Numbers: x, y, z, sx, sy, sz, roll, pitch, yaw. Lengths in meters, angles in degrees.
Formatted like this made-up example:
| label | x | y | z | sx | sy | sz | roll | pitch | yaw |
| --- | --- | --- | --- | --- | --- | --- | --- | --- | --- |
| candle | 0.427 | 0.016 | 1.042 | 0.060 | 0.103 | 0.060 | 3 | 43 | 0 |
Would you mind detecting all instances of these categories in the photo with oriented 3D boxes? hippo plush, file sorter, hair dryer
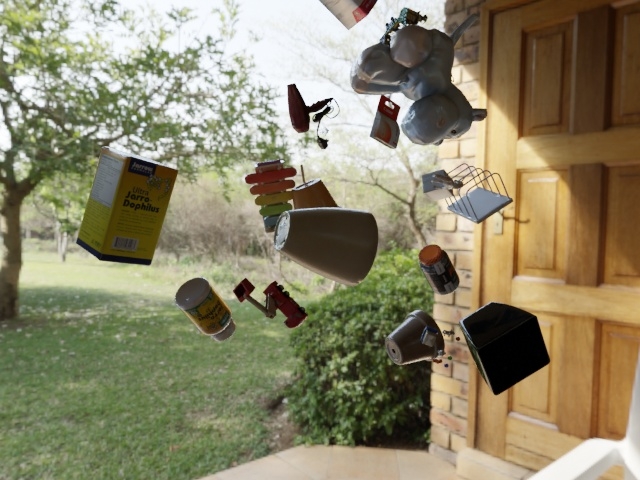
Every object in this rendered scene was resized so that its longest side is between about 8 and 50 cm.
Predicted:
| label | x | y | z | sx | sy | sz | roll | pitch | yaw |
| --- | --- | --- | --- | --- | --- | --- | --- | --- | --- |
| hippo plush | 0.212 | -0.314 | 1.086 | 0.294 | 0.237 | 0.234 | -28 | 9 | -42 |
| file sorter | 0.695 | -0.225 | 2.296 | 0.192 | 0.173 | 0.278 | -33 | 23 | -3 |
| hair dryer | -0.046 | -0.521 | 2.011 | 0.080 | 0.224 | 0.293 | 1 | -22 | 38 |

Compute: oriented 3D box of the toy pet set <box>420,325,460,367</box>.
| label | x | y | z | sx | sy | sz | roll | pitch | yaw |
| --- | --- | --- | --- | --- | --- | --- | --- | --- | --- |
| toy pet set | 0.400 | 0.346 | 1.701 | 0.114 | 0.122 | 0.065 | 21 | 19 | 8 |

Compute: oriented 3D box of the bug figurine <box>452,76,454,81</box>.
| label | x | y | z | sx | sy | sz | roll | pitch | yaw |
| --- | --- | --- | --- | --- | --- | --- | --- | --- | --- |
| bug figurine | 0.518 | -0.830 | 2.378 | 0.072 | 0.279 | 0.216 | -14 | -3 | -37 |

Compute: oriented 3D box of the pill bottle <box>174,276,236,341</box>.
| label | x | y | z | sx | sy | sz | roll | pitch | yaw |
| --- | --- | --- | --- | --- | --- | --- | --- | --- | --- |
| pill bottle | -0.350 | 0.221 | 1.561 | 0.117 | 0.118 | 0.208 | 3 | -42 | 31 |

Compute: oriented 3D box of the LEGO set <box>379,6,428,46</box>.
| label | x | y | z | sx | sy | sz | roll | pitch | yaw |
| --- | --- | --- | --- | --- | --- | --- | --- | --- | --- |
| LEGO set | 0.374 | -0.748 | 2.030 | 0.192 | 0.331 | 0.255 | 11 | -34 | -27 |

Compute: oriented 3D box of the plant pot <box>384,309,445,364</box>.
| label | x | y | z | sx | sy | sz | roll | pitch | yaw |
| --- | --- | --- | --- | --- | --- | --- | --- | --- | --- |
| plant pot | 0.457 | 0.512 | 2.538 | 0.229 | 0.263 | 0.263 | -19 | 11 | -25 |

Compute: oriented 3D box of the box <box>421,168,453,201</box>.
| label | x | y | z | sx | sy | sz | roll | pitch | yaw |
| --- | --- | --- | --- | --- | --- | --- | --- | --- | --- |
| box | 0.486 | -0.227 | 2.081 | 0.102 | 0.087 | 0.101 | -15 | -26 | 29 |

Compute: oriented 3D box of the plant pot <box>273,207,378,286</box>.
| label | x | y | z | sx | sy | sz | roll | pitch | yaw |
| --- | --- | --- | --- | --- | --- | --- | --- | --- | --- |
| plant pot | 0.000 | 0.000 | 1.596 | 0.274 | 0.257 | 0.256 | 12 | -3 | -25 |

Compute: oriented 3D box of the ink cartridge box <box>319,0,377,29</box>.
| label | x | y | z | sx | sy | sz | roll | pitch | yaw |
| --- | --- | --- | --- | --- | --- | --- | --- | --- | --- |
| ink cartridge box | 0.061 | -0.654 | 1.339 | 0.150 | 0.063 | 0.109 | 38 | -15 | -21 |

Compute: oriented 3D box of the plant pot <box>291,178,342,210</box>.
| label | x | y | z | sx | sy | sz | roll | pitch | yaw |
| --- | --- | --- | --- | --- | --- | --- | --- | --- | --- |
| plant pot | -0.024 | -0.135 | 1.984 | 0.205 | 0.188 | 0.205 | -21 | 15 | 6 |

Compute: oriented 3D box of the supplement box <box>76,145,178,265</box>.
| label | x | y | z | sx | sy | sz | roll | pitch | yaw |
| --- | --- | --- | --- | --- | --- | --- | --- | --- | --- |
| supplement box | -0.667 | -0.116 | 1.733 | 0.194 | 0.357 | 0.195 | 23 | 7 | 39 |

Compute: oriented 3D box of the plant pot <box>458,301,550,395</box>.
| label | x | y | z | sx | sy | sz | roll | pitch | yaw |
| --- | --- | --- | --- | --- | --- | --- | --- | --- | --- |
| plant pot | 0.502 | 0.284 | 1.426 | 0.187 | 0.188 | 0.167 | -30 | 27 | -4 |

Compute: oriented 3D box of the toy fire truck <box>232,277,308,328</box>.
| label | x | y | z | sx | sy | sz | roll | pitch | yaw |
| --- | --- | --- | --- | --- | --- | --- | --- | --- | --- |
| toy fire truck | -0.131 | 0.171 | 1.356 | 0.047 | 0.192 | 0.135 | -47 | -6 | 26 |

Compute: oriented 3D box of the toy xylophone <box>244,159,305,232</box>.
| label | x | y | z | sx | sy | sz | roll | pitch | yaw |
| --- | --- | --- | --- | --- | --- | --- | --- | --- | --- |
| toy xylophone | -0.161 | -0.192 | 2.020 | 0.236 | 0.323 | 0.081 | -17 | 34 | -3 |

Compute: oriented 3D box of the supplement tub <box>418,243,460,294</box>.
| label | x | y | z | sx | sy | sz | roll | pitch | yaw |
| --- | --- | --- | --- | --- | --- | --- | --- | --- | --- |
| supplement tub | 0.449 | 0.110 | 1.916 | 0.117 | 0.117 | 0.190 | 3 | -40 | 41 |

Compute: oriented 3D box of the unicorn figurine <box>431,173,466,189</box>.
| label | x | y | z | sx | sy | sz | roll | pitch | yaw |
| --- | --- | --- | --- | --- | --- | --- | --- | --- | --- |
| unicorn figurine | 0.491 | -0.223 | 1.934 | 0.111 | 0.060 | 0.162 | 9 | 11 | 22 |

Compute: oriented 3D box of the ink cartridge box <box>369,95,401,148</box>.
| label | x | y | z | sx | sy | sz | roll | pitch | yaw |
| --- | --- | --- | --- | --- | --- | --- | --- | --- | --- |
| ink cartridge box | 0.273 | -0.472 | 1.998 | 0.045 | 0.179 | 0.145 | 18 | 2 | 44 |
